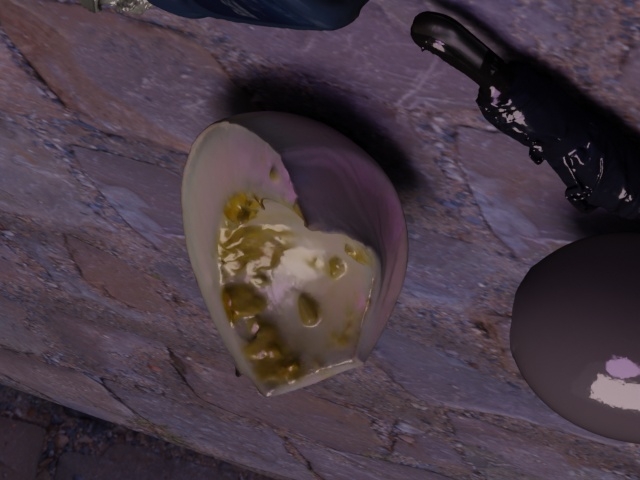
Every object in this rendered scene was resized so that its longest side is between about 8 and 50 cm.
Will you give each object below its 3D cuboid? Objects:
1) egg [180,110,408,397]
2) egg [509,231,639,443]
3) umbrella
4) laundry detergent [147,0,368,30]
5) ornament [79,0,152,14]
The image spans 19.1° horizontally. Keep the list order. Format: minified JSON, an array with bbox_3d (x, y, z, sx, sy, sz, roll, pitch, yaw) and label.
[{"bbox_3d":[-0.009,-0.015,1.673,0.206,0.161,0.271,48,144,39],"label":"egg"},{"bbox_3d":[0.277,0.082,1.580,0.232,0.176,0.176,7,158,15],"label":"egg"},{"bbox_3d":[0.160,-0.088,1.406,0.248,0.071,0.071,34,159,-34],"label":"umbrella"},{"bbox_3d":[-0.077,-0.202,1.287,0.143,0.094,0.290,38,164,-27],"label":"laundry detergent"},{"bbox_3d":[-0.179,-0.206,1.515,0.092,0.041,0.068,30,163,-25],"label":"ornament"}]
